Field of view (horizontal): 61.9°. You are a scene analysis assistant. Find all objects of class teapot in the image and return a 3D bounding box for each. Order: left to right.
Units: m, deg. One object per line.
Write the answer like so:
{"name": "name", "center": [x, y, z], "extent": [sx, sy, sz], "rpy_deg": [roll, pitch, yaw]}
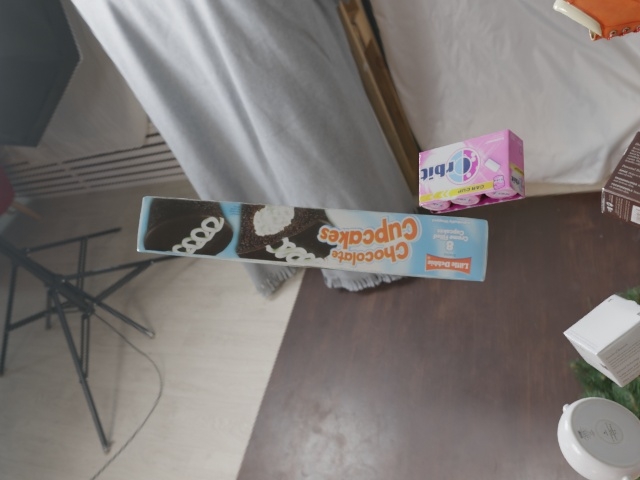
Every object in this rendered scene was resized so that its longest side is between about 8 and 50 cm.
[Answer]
{"name": "teapot", "center": [0.796, 0.595, 1.526], "extent": [0.252, 0.187, 0.256], "rpy_deg": [29, 50, 28]}

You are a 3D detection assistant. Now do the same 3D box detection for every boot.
{"name": "boot", "center": [0.303, -0.220, 0.505], "extent": [0.084, 0.158, 0.059], "rpy_deg": [-62, 2, 30]}

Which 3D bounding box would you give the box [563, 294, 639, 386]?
{"name": "box", "center": [0.785, 0.258, 1.409], "extent": [0.182, 0.119, 0.181], "rpy_deg": [-39, 7, 5]}

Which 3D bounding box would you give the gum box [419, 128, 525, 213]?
{"name": "gum box", "center": [0.265, -0.119, 0.966], "extent": [0.188, 0.062, 0.107], "rpy_deg": [-9, 71, 43]}

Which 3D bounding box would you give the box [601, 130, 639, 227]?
{"name": "box", "center": [0.918, -0.159, 1.493], "extent": [0.167, 0.168, 0.203], "rpy_deg": [29, 84, 34]}

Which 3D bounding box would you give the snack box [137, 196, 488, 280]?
{"name": "snack box", "center": [0.000, 0.000, 0.571], "extent": [0.322, 0.187, 0.060], "rpy_deg": [4, 89, 10]}
